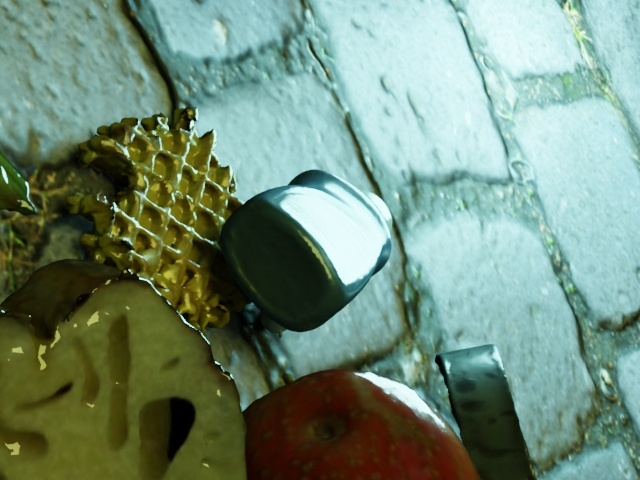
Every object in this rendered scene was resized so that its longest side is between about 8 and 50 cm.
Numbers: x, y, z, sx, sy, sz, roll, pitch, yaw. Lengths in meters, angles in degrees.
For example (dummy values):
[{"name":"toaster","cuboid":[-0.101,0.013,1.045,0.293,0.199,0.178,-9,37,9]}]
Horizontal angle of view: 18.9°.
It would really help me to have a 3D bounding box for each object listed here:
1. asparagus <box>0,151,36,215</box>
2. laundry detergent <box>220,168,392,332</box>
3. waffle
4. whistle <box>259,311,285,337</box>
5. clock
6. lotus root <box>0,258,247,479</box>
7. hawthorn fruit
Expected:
[{"name":"asparagus","cuboid":[-0.380,-0.140,1.684,0.343,0.085,0.082,47,45,-21]},{"name":"laundry detergent","cuboid":[0.000,0.000,1.985,0.143,0.094,0.290,47,20,5]},{"name":"waffle","cuboid":[-0.148,-0.017,1.897,0.229,0.051,0.231,-27,91,-54]},{"name":"whistle","cuboid":[-0.050,0.053,1.974,0.035,0.035,0.100,7,63,-45]},{"name":"clock","cuboid":[0.192,0.263,1.960,0.325,0.067,0.325,-16,90,-87]},{"name":"lotus root","cuboid":[-0.224,0.203,1.565,0.390,0.111,0.374,0,91,-45]},{"name":"hawthorn fruit","cuboid":[0.021,0.250,1.773,0.275,0.275,0.299,10,48,-45]}]
